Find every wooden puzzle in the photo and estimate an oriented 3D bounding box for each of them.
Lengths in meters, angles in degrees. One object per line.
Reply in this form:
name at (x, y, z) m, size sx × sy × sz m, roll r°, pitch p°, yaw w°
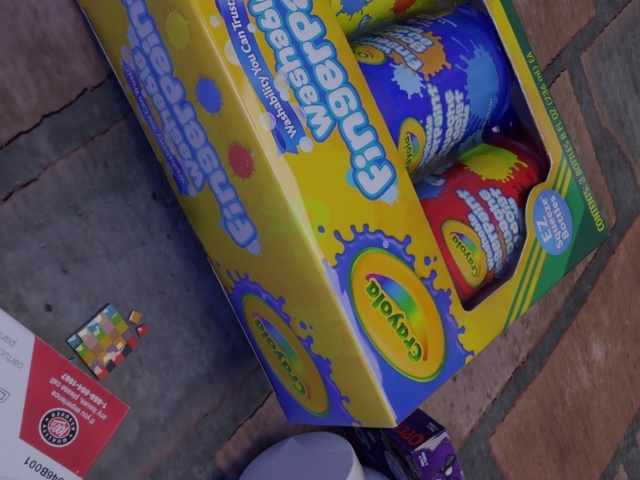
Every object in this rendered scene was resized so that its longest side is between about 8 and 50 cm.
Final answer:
wooden puzzle at (-0.191, 0.090, 0.672) m, size 0.083 × 0.006 × 0.049 m, roll -46°, pitch 121°, yaw -31°

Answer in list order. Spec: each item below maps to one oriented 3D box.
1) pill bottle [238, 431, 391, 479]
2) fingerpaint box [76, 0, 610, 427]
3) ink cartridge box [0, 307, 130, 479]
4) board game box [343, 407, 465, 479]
pill bottle at (0.029, 0.360, 0.770) m, size 0.181 × 0.181 × 0.323 m, roll -37°, pitch 115°, yaw -35°
fingerpaint box at (0.046, -0.114, 0.711) m, size 0.371 × 0.163 × 0.445 m, roll -30°, pitch 98°, yaw -37°
ink cartridge box at (-0.297, 0.169, 0.508) m, size 0.197 × 0.114 × 0.273 m, roll 49°, pitch 62°, yaw -33°
board game box at (0.116, 0.308, 0.829) m, size 0.056 × 0.208 × 0.347 m, roll -27°, pitch 111°, yaw -13°
